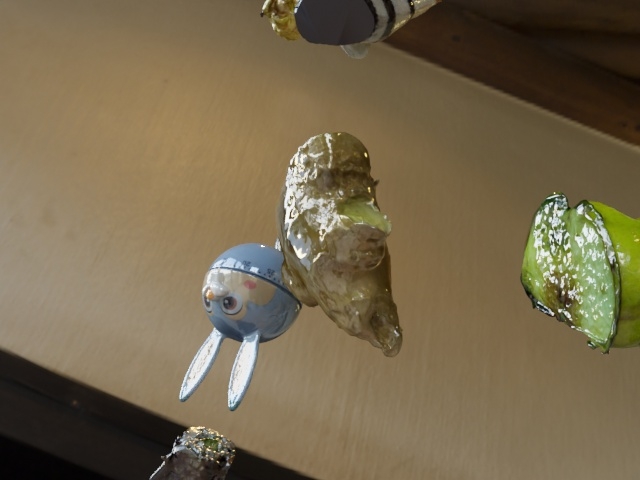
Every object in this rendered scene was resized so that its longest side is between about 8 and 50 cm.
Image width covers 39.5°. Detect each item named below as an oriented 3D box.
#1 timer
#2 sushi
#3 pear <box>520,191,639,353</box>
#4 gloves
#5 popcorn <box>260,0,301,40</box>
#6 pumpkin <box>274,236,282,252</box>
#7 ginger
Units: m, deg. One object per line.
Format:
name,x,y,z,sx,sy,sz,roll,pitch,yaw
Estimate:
timer,-0.132,0.112,1.361,0.175,0.255,0.175,25,-40,23
sushi,-0.179,0.321,1.292,0.098,0.094,0.084,25,-71,4
pear,0.408,0.038,1.086,0.256,0.238,0.163,4,-79,-12
gloves,0.056,-0.307,1.122,0.140,0.218,0.131,-28,-71,34
popcorn,-0.034,-0.310,1.180,0.084,0.084,0.084,8,-46,9
pumpkin,0.000,0.000,1.824,0.202,0.202,0.140,-33,-99,38
ginger,0.018,0.020,1.081,0.123,0.270,0.219,3,-29,-25
